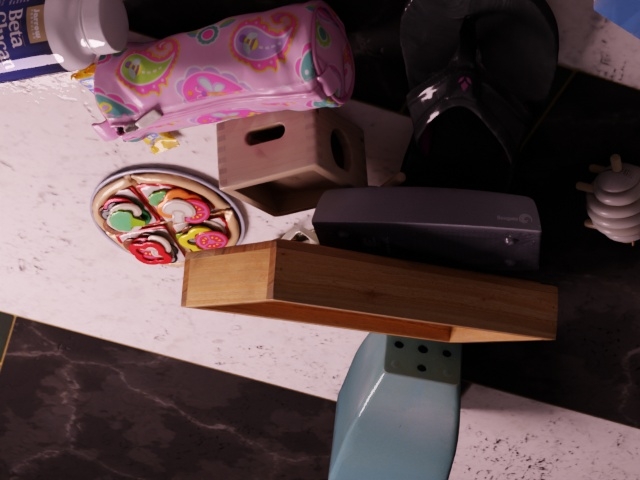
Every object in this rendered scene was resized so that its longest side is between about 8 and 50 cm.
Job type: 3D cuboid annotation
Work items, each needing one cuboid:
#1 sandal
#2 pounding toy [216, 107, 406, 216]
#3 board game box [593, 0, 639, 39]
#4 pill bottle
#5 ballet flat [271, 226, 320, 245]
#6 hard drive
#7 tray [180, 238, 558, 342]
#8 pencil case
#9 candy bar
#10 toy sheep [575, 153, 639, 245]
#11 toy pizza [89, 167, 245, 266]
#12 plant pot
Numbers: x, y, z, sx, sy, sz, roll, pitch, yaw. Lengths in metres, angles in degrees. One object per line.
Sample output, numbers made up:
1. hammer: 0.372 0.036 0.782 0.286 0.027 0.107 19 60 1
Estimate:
1. sandal: 0.165 -0.123 1.617 0.168 0.107 0.445 5 145 5
2. pounding toy: 0.011 -0.094 1.710 0.181 0.094 0.206 -13 160 26
3. board game box: 0.357 -0.253 1.471 0.169 0.033 0.133 25 136 -29
4. pill bottle: -0.296 -0.223 1.584 0.169 0.094 0.094 -7 141 19
5. ballet flat: 0.000 0.000 1.863 0.168 0.057 0.052 -22 125 34
6. hard drive: 0.125 -0.012 1.701 0.255 0.054 0.172 2 163 8
7. tray: 0.063 0.065 1.771 0.411 0.076 0.203 9 170 -33
8. pencil case: -0.108 -0.177 1.591 0.284 0.124 0.124 -9 140 21
9. candy bar: -0.229 -0.154 1.730 0.040 0.018 0.161 -18 137 31
10. toy sheep: 0.346 -0.047 1.708 0.091 0.091 0.132 -7 136 19
11. toy pizza: -0.197 -0.020 1.891 0.201 0.032 0.201 6 144 4
12. plant pot: 0.119 0.221 2.057 0.166 0.165 0.234 11 136 -3
